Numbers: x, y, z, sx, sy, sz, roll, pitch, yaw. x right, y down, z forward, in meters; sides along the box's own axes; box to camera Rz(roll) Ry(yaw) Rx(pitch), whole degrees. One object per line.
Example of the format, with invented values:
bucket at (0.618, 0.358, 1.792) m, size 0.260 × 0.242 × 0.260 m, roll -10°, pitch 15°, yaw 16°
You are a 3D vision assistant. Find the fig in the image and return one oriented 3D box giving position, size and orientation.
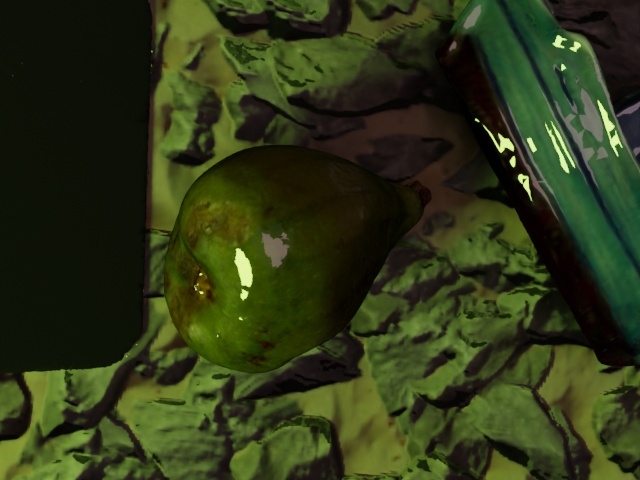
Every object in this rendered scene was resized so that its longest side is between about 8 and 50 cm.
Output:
fig at (-0.017, -0.001, 0.630) m, size 0.126 × 0.185 × 0.133 m, roll 6°, pitch 111°, yaw 24°

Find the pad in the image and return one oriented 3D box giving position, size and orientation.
pad at (-0.261, -0.046, 0.584) m, size 0.323 × 0.055 × 0.250 m, roll 2°, pitch 95°, yaw -12°

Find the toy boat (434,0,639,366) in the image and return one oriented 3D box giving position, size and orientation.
toy boat at (0.190, -0.047, 0.641) m, size 0.142 × 0.129 × 0.309 m, roll -30°, pitch 102°, yaw 7°
